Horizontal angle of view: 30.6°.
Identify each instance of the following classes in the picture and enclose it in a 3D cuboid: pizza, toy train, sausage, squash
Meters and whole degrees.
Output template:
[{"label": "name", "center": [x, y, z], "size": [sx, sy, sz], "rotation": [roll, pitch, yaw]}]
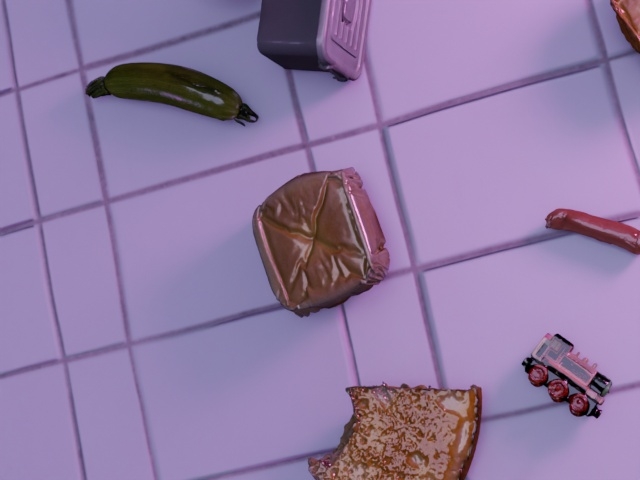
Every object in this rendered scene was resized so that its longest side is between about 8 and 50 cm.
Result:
[{"label": "pizza", "center": [0.109, 0.334, 1.788], "size": [0.223, 0.089, 0.323], "rotation": [28, 88, 12]}, {"label": "toy train", "center": [0.373, 0.204, 1.751], "size": [0.138, 0.050, 0.087], "rotation": [36, 89, 17]}, {"label": "sausage", "center": [0.420, -0.017, 1.777], "size": [0.158, 0.036, 0.042], "rotation": [16, 52, 17]}, {"label": "squash", "center": [-0.253, -0.259, 1.986], "size": [0.319, 0.071, 0.080], "rotation": [12, 86, 17]}]

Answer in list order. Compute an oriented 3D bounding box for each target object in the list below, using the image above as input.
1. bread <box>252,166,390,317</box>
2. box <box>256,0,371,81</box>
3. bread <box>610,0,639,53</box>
[{"label": "bread", "center": [0.001, 0.002, 1.857], "size": [0.192, 0.110, 0.209], "rotation": [-26, 75, 17]}, {"label": "box", "center": [-0.009, -0.385, 1.898], "size": [0.135, 0.163, 0.243], "rotation": [5, 85, 26]}, {"label": "bread", "center": [0.541, -0.352, 1.759], "size": [0.199, 0.104, 0.199], "rotation": [-3, 81, 20]}]
